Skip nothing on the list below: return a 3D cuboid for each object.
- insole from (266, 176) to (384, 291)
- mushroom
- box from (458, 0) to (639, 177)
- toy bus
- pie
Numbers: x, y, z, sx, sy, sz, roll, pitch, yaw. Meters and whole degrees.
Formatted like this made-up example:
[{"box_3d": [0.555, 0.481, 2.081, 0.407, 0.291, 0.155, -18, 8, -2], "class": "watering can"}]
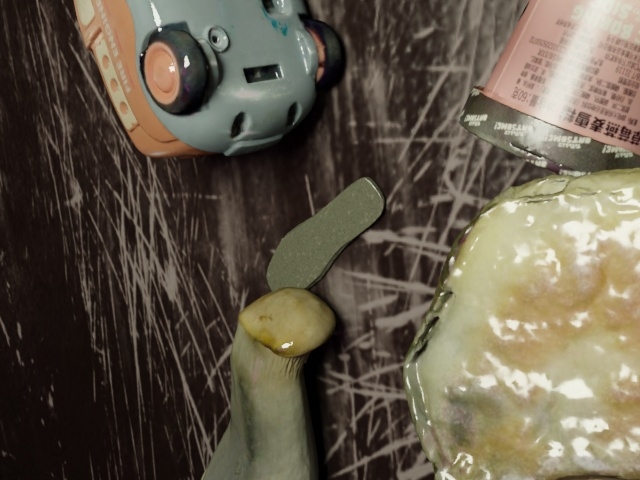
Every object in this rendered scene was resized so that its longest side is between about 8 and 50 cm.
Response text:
[{"box_3d": [0.000, 0.000, 0.780, 0.192, 0.010, 0.063, -42, 77, 35], "class": "insole"}, {"box_3d": [-0.067, 0.205, 0.817, 0.159, 0.122, 0.328, 18, 112, 22], "class": "mushroom"}, {"box_3d": [0.193, -0.120, 0.523, 0.151, 0.151, 0.135, 28, 110, 28], "class": "box"}, {"box_3d": [-0.132, -0.214, 0.722, 0.232, 0.194, 0.287, -17, 92, 51], "class": "toy bus"}, {"box_3d": [0.202, 0.101, 0.441, 0.338, 0.075, 0.337, -1, 88, 33], "class": "pie"}]
